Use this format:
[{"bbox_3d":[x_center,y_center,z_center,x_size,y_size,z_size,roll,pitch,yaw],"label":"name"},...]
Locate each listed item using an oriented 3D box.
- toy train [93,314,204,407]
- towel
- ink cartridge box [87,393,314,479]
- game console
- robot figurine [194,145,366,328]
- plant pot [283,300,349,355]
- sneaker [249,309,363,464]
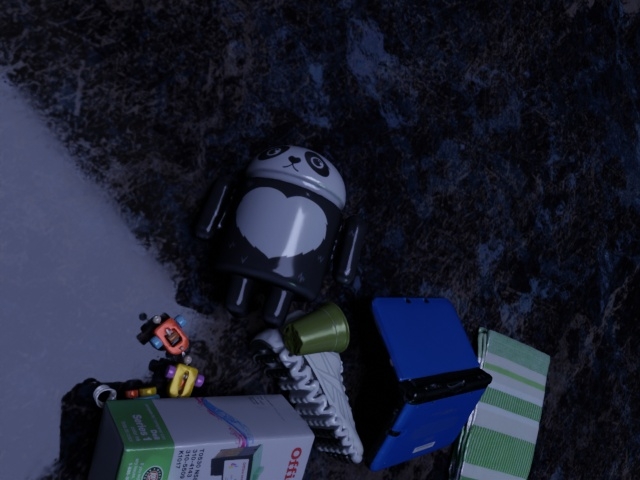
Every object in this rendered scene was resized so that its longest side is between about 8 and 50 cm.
[{"bbox_3d":[-0.244,0.193,0.896,0.166,0.046,0.125,-47,107,-27],"label":"toy train"},{"bbox_3d":[0.389,0.374,1.323,0.248,0.038,0.324,26,72,-32],"label":"towel"},{"bbox_3d":[-0.169,0.333,0.860,0.278,0.117,0.201,8,104,-34],"label":"ink cartridge box"},{"bbox_3d":[0.173,0.255,1.147,0.293,0.173,0.250,7,115,-49],"label":"game console"},{"bbox_3d":[-0.062,-0.010,0.949,0.209,0.174,0.278,28,73,-36],"label":"robot figurine"},{"bbox_3d":[-0.012,0.143,0.950,0.079,0.083,0.083,-12,94,-34],"label":"plant pot"},{"bbox_3d":[0.004,0.248,1.030,0.118,0.110,0.292,-42,111,-38],"label":"sneaker"}]
